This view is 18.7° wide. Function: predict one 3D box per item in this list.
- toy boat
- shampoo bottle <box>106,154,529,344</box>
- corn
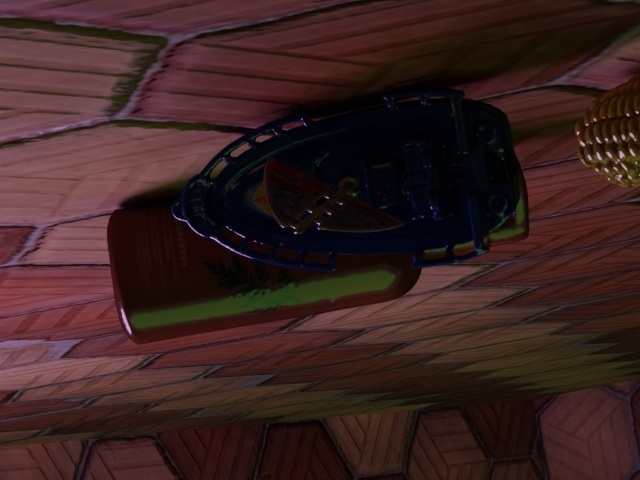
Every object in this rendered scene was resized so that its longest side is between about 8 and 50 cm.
[{"bbox_3d":[0.004,-0.023,0.940,0.175,0.091,0.110,-6,-169,19],"label":"toy boat"},{"bbox_3d":[0.000,0.001,1.133,0.244,0.085,0.085,-11,171,2],"label":"shampoo bottle"},{"bbox_3d":[0.212,-0.068,0.934,0.067,0.067,0.206,-1,169,-42],"label":"corn"}]
